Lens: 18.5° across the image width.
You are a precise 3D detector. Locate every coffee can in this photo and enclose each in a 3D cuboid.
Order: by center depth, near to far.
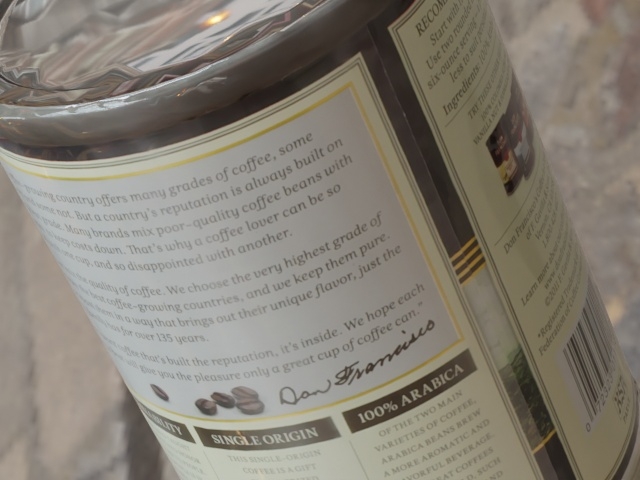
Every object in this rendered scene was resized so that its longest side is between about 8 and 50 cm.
[{"bbox_3d":[0.000,0.000,0.800,0.201,0.275,0.201,-18,32,11],"label":"coffee can"}]
